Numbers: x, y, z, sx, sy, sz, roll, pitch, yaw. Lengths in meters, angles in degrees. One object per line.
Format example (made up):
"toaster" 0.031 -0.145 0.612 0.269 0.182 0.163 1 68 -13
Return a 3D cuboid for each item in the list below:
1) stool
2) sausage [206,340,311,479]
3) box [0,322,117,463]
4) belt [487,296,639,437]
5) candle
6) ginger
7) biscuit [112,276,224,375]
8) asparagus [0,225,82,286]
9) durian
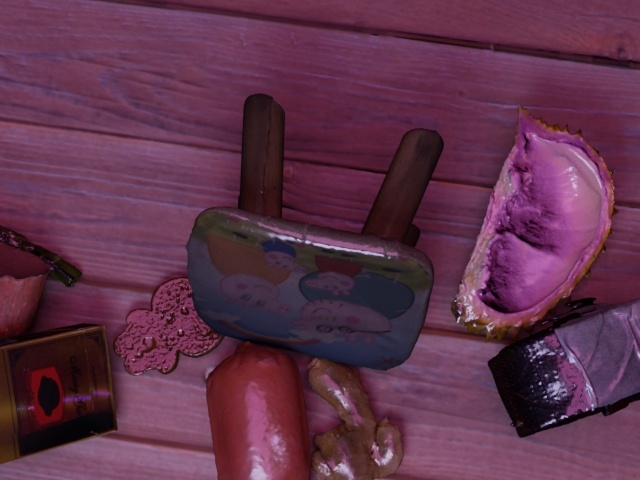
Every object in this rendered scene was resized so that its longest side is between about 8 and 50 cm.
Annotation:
"stool" 0.000 0.000 1.342 0.311 0.310 0.226 13 57 3
"sausage" -0.082 0.260 1.359 0.148 0.148 0.254 -5 75 -2
"box" -0.392 0.206 1.320 0.240 0.071 0.159 -9 93 -41
"belt" 0.375 0.156 1.373 0.289 0.184 0.164 -16 71 -10
"candle" -0.539 0.059 1.338 0.317 0.287 0.131 16 97 0
"ginger" 0.030 0.263 1.401 0.133 0.059 0.214 -33 80 -13
"biscuit" -0.213 0.124 1.450 0.175 0.026 0.124 -32 77 -9
"asparagus" -0.424 0.018 1.473 0.165 0.030 0.036 27 87 6
"durian" 0.310 -0.007 1.455 0.191 0.112 0.341 19 84 -5
